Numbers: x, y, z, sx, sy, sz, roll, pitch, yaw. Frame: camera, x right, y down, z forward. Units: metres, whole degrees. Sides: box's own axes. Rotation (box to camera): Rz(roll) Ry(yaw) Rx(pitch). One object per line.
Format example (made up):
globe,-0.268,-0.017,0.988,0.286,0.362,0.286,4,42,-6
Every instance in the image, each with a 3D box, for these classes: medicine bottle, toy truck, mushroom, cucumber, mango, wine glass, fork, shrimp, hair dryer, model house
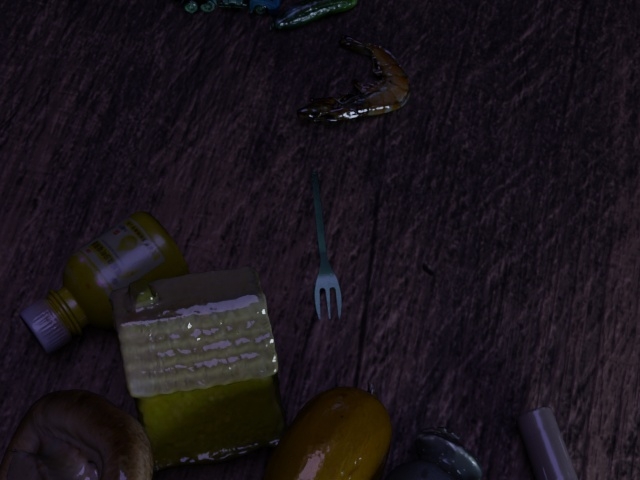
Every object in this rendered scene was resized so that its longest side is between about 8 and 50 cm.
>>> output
medicine bottle,-0.290,0.063,1.434,0.212,0.122,0.122,-35,72,-19
toy truck,-0.146,-0.403,1.691,0.175,0.081,0.067,3,62,-3
mushroom,-0.293,0.310,1.265,0.278,0.146,0.278,-16,64,37
cucumber,-0.014,-0.365,1.707,0.155,0.037,0.037,-21,68,-14
mango,-0.005,0.303,1.310,0.119,0.176,0.317,17,66,23
wine glass,0.115,0.337,1.322,0.111,0.111,0.204,29,59,10
fork,0.000,-0.001,1.542,0.039,0.021,0.235,-3,65,-9
shrimp,0.038,-0.248,1.653,0.195,0.035,0.148,-14,68,-18
hair dryer,0.225,0.332,1.390,0.220,0.054,0.195,-14,65,-3
model house,-0.148,0.142,1.325,0.193,0.234,0.175,-9,43,-6
